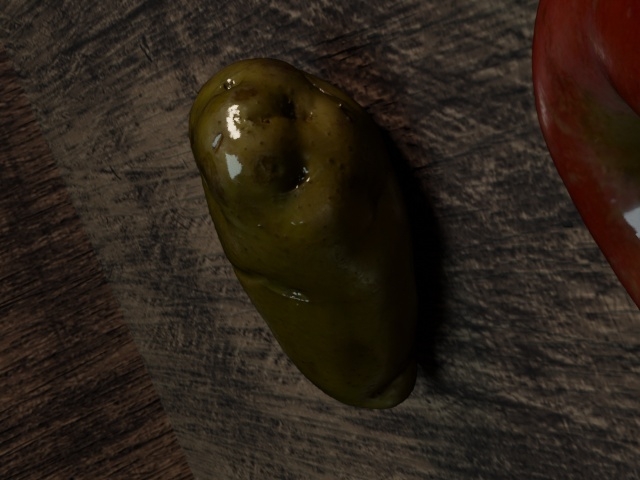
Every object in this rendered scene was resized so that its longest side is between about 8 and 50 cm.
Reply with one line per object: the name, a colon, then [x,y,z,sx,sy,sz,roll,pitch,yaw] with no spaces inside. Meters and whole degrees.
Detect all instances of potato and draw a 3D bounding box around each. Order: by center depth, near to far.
potato: [0.000,0.000,1.490,0.195,0.176,0.369,4,137,25]

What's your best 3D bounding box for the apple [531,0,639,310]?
apple: [0.210,-0.060,0.685,0.260,0.216,0.260,54,161,29]
